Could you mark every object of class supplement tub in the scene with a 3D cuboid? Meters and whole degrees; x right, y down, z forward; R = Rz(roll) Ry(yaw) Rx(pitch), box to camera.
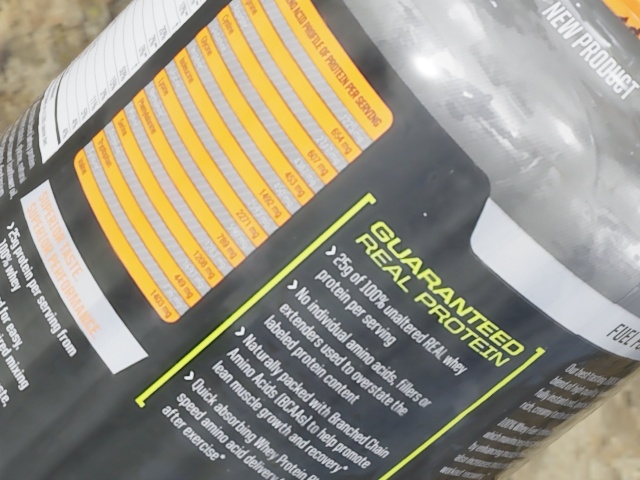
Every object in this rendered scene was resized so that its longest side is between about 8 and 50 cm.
[{"bbox_3d":[0.000,0.000,0.566,0.207,0.338,0.207,41,22,-21],"label":"supplement tub"}]
